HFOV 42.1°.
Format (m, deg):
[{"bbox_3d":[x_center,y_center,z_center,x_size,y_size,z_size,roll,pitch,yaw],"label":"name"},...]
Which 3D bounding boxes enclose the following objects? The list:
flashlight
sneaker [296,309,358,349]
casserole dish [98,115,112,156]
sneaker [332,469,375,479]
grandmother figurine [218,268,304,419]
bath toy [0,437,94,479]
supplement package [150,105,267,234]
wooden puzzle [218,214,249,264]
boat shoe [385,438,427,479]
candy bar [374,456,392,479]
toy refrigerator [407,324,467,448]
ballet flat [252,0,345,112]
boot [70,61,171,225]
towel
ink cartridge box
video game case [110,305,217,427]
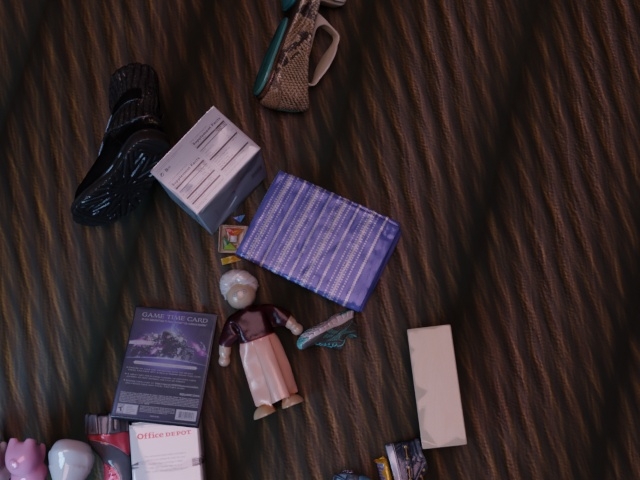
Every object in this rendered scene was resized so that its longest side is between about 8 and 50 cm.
[{"bbox_3d":[-0.475,0.540,1.875,0.103,0.103,0.304,-7,81,25],"label":"flashlight"},{"bbox_3d":[0.023,0.223,1.930,0.167,0.065,0.076,-25,93,-28],"label":"sneaker"},{"bbox_3d":[-0.470,-0.236,2.033,0.114,0.037,0.188,13,80,2],"label":"casserole dish"},{"bbox_3d":[0.040,0.643,1.876,0.125,0.104,0.261,21,87,30],"label":"sneaker"},{"bbox_3d":[-0.143,0.225,1.929,0.208,0.104,0.342,-20,84,-16],"label":"grandmother figurine"},{"bbox_3d":[-0.666,0.508,1.833,0.348,0.151,0.129,-3,63,12],"label":"bath toy"},{"bbox_3d":[-0.246,-0.153,1.906,0.145,0.262,0.204,42,83,5],"label":"supplement package"},{"bbox_3d":[-0.208,-0.002,1.995,0.079,0.014,0.116,-5,92,-14],"label":"wooden puzzle"},{"bbox_3d":[0.209,0.546,1.893,0.083,0.065,0.183,-14,80,-1],"label":"boat shoe"},{"bbox_3d":[0.156,0.575,1.905,0.018,0.040,0.161,-7,79,-40],"label":"candy bar"},{"bbox_3d":[0.266,0.335,1.918,0.102,0.094,0.269,-8,80,5],"label":"toy refrigerator"},{"bbox_3d":[-0.033,-0.544,2.045,0.182,0.164,0.482,13,86,-20],"label":"ballet flat"},{"bbox_3d":[-0.471,-0.218,1.937,0.348,0.131,0.260,-40,52,27],"label":"boot"},{"bbox_3d":[0.000,0.000,1.991,0.336,0.040,0.243,25,77,6],"label":"towel"},{"bbox_3d":[-0.341,0.512,1.883,0.159,0.092,0.217,-6,82,-2],"label":"ink cartridge box"},{"bbox_3d":[-0.353,0.285,1.906,0.196,0.026,0.274,6,58,1],"label":"video game case"}]
